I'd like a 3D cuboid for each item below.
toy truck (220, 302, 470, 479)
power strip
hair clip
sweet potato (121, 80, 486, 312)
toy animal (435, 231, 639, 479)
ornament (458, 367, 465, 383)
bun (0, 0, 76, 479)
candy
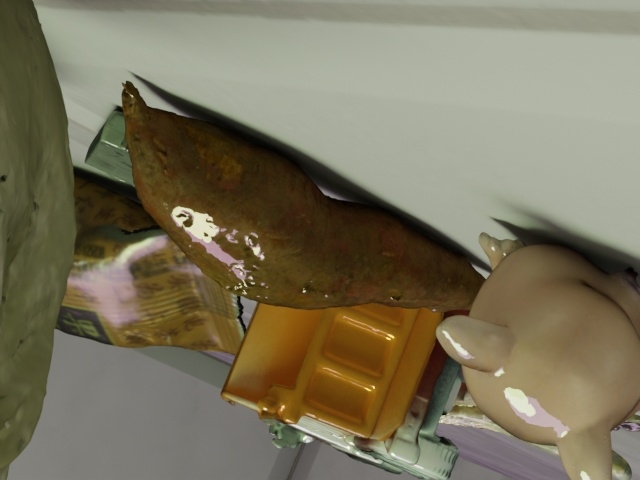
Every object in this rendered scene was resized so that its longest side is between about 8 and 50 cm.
[{"bbox_3d":[0.017,0.075,0.911,0.135,0.114,0.270,23,171,-3],"label":"toy truck"},{"bbox_3d":[-0.088,-0.042,0.763,0.051,0.019,0.136,26,172,-9],"label":"power strip"},{"bbox_3d":[0.117,0.113,1.040,0.213,0.056,0.062,9,158,30],"label":"hair clip"},{"bbox_3d":[-0.004,0.005,0.675,0.226,0.068,0.068,27,172,-29],"label":"sweet potato"},{"bbox_3d":[0.093,0.048,0.615,0.083,0.089,0.150,18,-179,12],"label":"toy animal"},{"bbox_3d":[0.094,0.095,1.099,0.068,0.041,0.092,-7,145,29],"label":"ornament"},{"bbox_3d":[-0.223,0.021,0.382,0.326,0.235,0.362,0,-158,6],"label":"bun"},{"bbox_3d":[-0.163,0.009,1.034,0.271,0.101,0.143,14,151,25],"label":"candy"}]
